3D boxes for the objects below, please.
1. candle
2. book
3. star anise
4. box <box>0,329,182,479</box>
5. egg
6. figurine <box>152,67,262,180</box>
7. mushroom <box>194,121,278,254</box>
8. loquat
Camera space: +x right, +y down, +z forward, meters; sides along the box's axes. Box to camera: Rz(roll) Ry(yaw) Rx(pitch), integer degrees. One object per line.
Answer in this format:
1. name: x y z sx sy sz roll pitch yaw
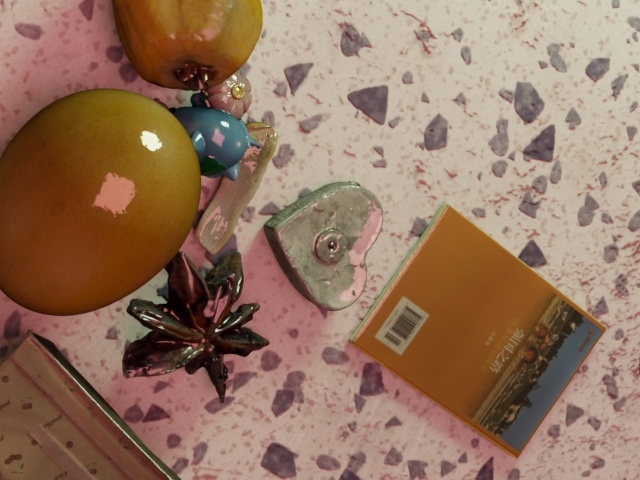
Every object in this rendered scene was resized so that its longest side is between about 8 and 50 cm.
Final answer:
1. candle: 0.000 0.000 1.829 0.169 0.068 0.192 13 92 -23
2. book: 0.254 0.148 1.983 0.374 0.028 0.262 37 86 -24
3. star anise: -0.178 0.119 1.740 0.283 0.129 0.212 11 110 -57
4. box: -0.325 0.291 1.621 0.190 0.225 0.297 -44 86 -8
5. egg: -0.296 -0.044 1.599 0.250 0.250 0.322 35 112 -24
6. figurine: -0.157 -0.171 1.719 0.114 0.145 0.178 42 59 -57
7. mushroom: -0.120 -0.075 1.779 0.059 0.054 0.202 23 97 -19
8. loquat: -0.175 -0.295 1.633 0.187 0.176 0.234 -16 80 14
